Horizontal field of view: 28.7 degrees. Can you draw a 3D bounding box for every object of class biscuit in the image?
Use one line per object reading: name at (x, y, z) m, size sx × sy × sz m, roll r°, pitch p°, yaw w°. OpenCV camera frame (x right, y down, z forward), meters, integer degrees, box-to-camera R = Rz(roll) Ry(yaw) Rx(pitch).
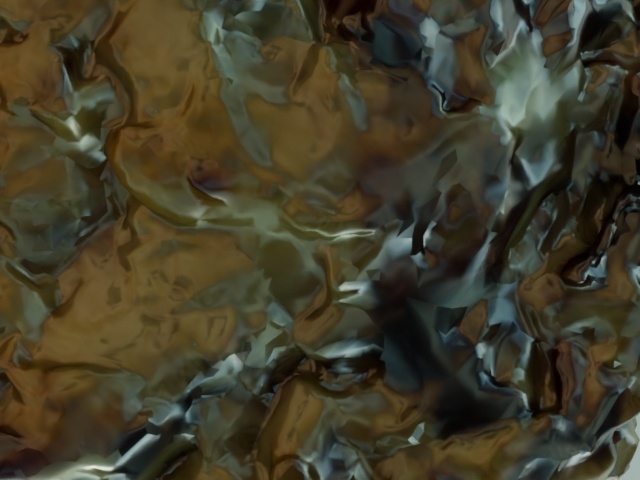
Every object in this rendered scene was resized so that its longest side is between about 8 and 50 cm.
biscuit at (0.003, 0.003, 0.418) m, size 0.334 × 0.289 × 0.081 m, roll -53°, pitch -167°, yaw -4°
